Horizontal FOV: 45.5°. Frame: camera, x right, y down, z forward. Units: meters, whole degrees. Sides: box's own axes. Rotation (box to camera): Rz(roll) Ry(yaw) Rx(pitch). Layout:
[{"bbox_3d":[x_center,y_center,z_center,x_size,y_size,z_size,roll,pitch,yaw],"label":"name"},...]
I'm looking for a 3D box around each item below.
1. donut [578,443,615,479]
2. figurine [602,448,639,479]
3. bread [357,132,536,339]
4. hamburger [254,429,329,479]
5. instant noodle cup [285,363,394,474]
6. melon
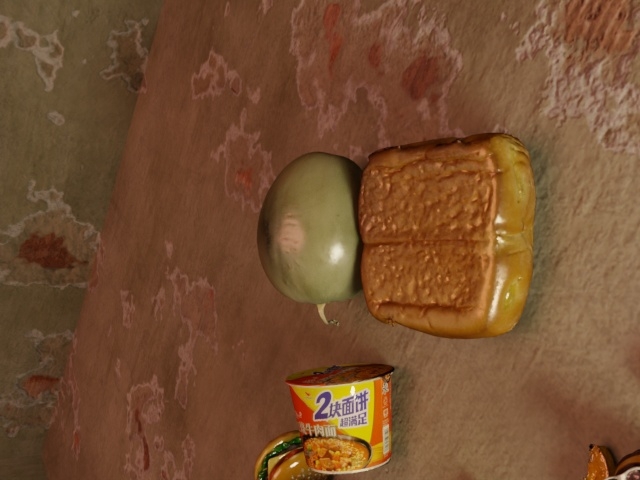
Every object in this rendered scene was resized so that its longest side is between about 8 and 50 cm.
[{"bbox_3d":[0.387,0.331,1.077,0.067,0.037,0.083,-29,58,53],"label":"donut"},{"bbox_3d":[0.442,0.370,0.925,0.175,0.115,0.240,-48,56,45],"label":"figurine"},{"bbox_3d":[0.212,-0.005,1.271,0.337,0.148,0.328,-4,87,53],"label":"bread"},{"bbox_3d":[-0.059,0.484,1.610,0.115,0.162,0.162,43,121,48],"label":"hamburger"},{"bbox_3d":[0.046,0.334,1.440,0.213,0.213,0.174,-8,89,55],"label":"instant noodle cup"},{"bbox_3d":[0.000,-0.016,1.483,0.272,0.271,0.308,-37,53,48],"label":"melon"}]
